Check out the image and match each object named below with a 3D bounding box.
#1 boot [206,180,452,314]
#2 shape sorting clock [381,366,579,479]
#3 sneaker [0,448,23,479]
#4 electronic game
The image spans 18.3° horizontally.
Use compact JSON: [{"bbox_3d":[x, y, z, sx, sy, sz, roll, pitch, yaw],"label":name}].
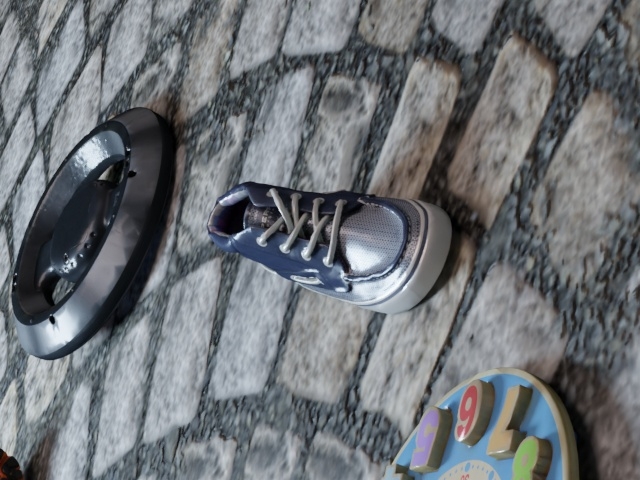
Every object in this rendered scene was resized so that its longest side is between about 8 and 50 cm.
[{"bbox_3d":[0.000,0.000,1.172,0.190,0.086,0.069,-8,65,66],"label":"boot"},{"bbox_3d":[0.060,0.158,0.967,0.206,0.040,0.206,-48,32,43],"label":"shape sorting clock"},{"bbox_3d":[-0.290,0.280,1.651,0.087,0.083,0.221,114,167,-48],"label":"sneaker"},{"bbox_3d":[-0.192,-0.007,1.674,0.229,0.048,0.229,-41,35,37],"label":"electronic game"}]
